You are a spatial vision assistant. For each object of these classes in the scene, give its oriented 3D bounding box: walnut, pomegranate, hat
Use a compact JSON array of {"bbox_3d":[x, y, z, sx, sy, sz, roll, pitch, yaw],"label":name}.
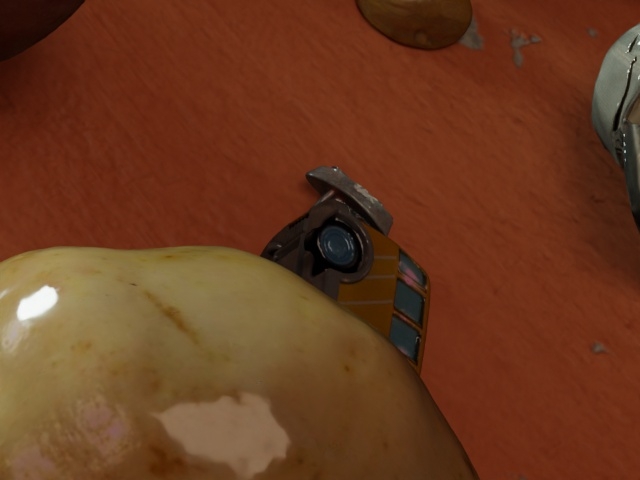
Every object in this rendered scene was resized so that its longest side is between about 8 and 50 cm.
[{"bbox_3d":[0.096,-0.232,1.688,0.121,0.052,0.091,6,61,-21],"label":"walnut"},{"bbox_3d":[-0.090,0.198,1.112,0.412,0.411,0.411,13,55,-19],"label":"pomegranate"},{"bbox_3d":[0.354,-0.082,1.667,0.232,0.161,0.275,-8,87,-17],"label":"hat"}]

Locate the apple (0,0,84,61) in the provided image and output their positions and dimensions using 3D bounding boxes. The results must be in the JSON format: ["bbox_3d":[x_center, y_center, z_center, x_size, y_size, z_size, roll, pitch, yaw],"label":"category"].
[{"bbox_3d":[-0.305,-0.277,1.377,0.235,0.306,0.305,-8,63,-49],"label":"apple"}]

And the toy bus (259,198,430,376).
[{"bbox_3d":[0.010,0.088,1.397,0.136,0.126,0.209,28,53,-24],"label":"toy bus"}]

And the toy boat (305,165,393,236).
[{"bbox_3d":[0.000,0.000,1.511,0.096,0.034,0.122,39,60,5],"label":"toy boat"}]
